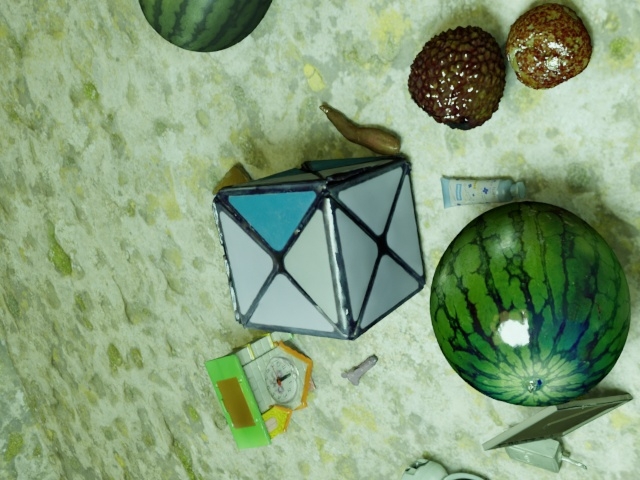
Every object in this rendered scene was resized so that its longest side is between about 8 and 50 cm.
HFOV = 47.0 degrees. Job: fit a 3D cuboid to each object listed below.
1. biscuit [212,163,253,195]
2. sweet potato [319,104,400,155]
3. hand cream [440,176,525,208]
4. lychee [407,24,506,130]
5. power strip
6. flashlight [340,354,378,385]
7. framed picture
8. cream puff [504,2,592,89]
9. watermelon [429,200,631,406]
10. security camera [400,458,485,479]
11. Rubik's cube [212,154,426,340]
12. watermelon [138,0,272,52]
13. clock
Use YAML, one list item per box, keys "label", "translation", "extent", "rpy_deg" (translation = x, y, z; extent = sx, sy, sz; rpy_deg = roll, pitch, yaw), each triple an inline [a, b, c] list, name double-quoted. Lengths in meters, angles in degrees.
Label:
- label: "biscuit"
  translation: [-0.165, -0.065, 1.784]
  extent: [0.231, 0.025, 0.131]
  rpy_deg: [54, 131, 6]
- label: "sweet potato"
  translation: [0.080, -0.225, 1.523]
  extent: [0.214, 0.050, 0.050]
  rpy_deg: [30, 124, 30]
- label: "hand cream"
  translation: [0.307, -0.094, 1.409]
  extent: [0.170, 0.043, 0.065]
  rpy_deg: [1, 103, 42]
- label: "lychee"
  translation: [0.243, -0.286, 1.295]
  extent: [0.188, 0.188, 0.188]
  rpy_deg: [15, 117, 32]
- label: "power strip"
  translation: [0.453, 0.432, 1.493]
  extent: [0.175, 0.042, 0.075]
  rpy_deg: [9, 144, 35]
- label: "flashlight"
  translation: [0.097, 0.302, 1.736]
  extent: [0.052, 0.031, 0.110]
  rpy_deg: [36, 126, -10]
- label: "framed picture"
  translation: [0.439, 0.335, 1.360]
  extent: [0.184, 0.249, 0.016]
  rpy_deg: [-47, 53, 40]
- label: "cream puff"
  translation: [0.375, -0.320, 1.236]
  extent: [0.149, 0.084, 0.149]
  rpy_deg: [15, 116, 34]
- label: "watermelon"
  translation: [0.350, 0.110, 1.253]
  extent: [0.363, 0.363, 0.364]
  rpy_deg: [15, 117, 32]
- label: "security camera"
  translation: [0.289, 0.603, 1.609]
  extent: [0.236, 0.194, 0.195]
  rpy_deg: [16, 117, 33]
- label: "Rubik's cube"
  translation: [0.000, 0.000, 1.501]
  extent: [0.305, 0.307, 0.311]
  rpy_deg: [3, 108, 38]
- label: "watermelon"
  translation: [-0.228, -0.533, 1.478]
  extent: [0.279, 0.278, 0.359]
  rpy_deg: [46, 126, 12]
- label: "clock"
  translation: [-0.120, 0.337, 1.764]
  extent: [0.106, 0.255, 0.220]
  rpy_deg: [-20, 92, 39]
